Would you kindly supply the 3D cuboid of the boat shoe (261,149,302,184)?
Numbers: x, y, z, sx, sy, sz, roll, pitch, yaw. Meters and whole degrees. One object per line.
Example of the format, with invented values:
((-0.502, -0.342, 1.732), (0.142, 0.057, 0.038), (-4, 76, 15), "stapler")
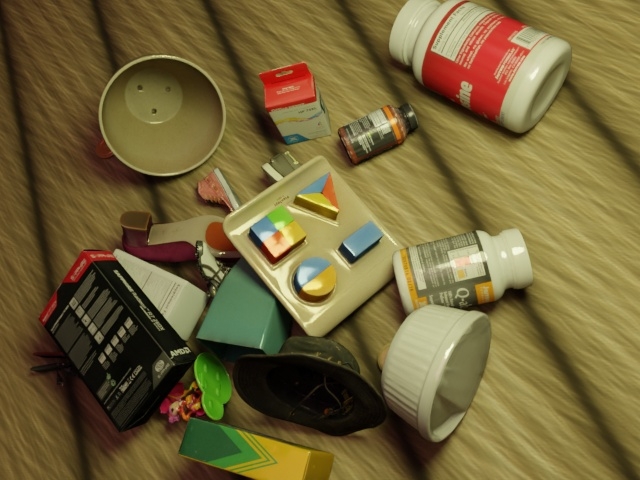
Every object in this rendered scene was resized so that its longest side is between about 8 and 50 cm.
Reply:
((-0.027, -0.120, 1.442), (0.091, 0.109, 0.305), (-42, 66, -9), "boat shoe")

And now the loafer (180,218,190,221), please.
((-0.338, -0.048, 1.542), (0.125, 0.045, 0.039), (-9, 49, 16), "loafer")

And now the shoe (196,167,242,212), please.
((-0.277, -0.118, 1.543), (0.081, 0.063, 0.178), (-35, 58, 2), "shoe")

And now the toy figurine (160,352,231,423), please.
((-0.311, 0.374, 1.321), (0.159, 0.130, 0.173), (-31, 40, 16), "toy figurine")

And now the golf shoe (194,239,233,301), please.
((-0.253, 0.075, 1.401), (0.093, 0.198, 0.077), (-18, 33, -5), "golf shoe")

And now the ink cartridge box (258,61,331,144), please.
((-0.064, -0.356, 1.481), (0.134, 0.231, 0.078), (-11, 66, 12), "ink cartridge box")

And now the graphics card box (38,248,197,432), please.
((-0.482, 0.227, 1.315), (0.371, 0.094, 0.233), (44, 105, 20), "graphics card box")

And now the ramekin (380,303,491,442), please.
((0.231, 0.255, 1.138), (0.127, 0.273, 0.273), (19, 75, 34), "ramekin")

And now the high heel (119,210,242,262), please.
((-0.346, 0.017, 1.514), (0.376, 0.181, 0.127), (15, 57, 1), "high heel")

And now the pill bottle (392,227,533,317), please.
((0.309, 0.069, 1.239), (0.278, 0.162, 0.162), (-14, 65, 11), "pill bottle")

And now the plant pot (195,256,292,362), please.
((-0.157, 0.163, 1.339), (0.165, 0.166, 0.234), (6, 63, 18), "plant pot")

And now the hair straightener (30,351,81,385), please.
((-0.662, 0.340, 1.482), (0.230, 0.047, 0.089), (-2, 68, 11), "hair straightener")

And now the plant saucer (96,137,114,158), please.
((-0.665, -0.294, 1.752), (0.083, 0.013, 0.084), (-6, 66, 14), "plant saucer")

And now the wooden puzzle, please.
((0.000, 0.000, 1.293), (0.322, 0.080, 0.348), (-37, 83, -23), "wooden puzzle")

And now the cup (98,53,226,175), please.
((-0.458, -0.379, 1.588), (0.331, 0.331, 0.237), (-37, 37, -1), "cup")

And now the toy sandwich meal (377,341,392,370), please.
((0.170, 0.267, 1.274), (0.085, 0.029, 0.086), (-5, 72, 15), "toy sandwich meal")

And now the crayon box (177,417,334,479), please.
((-0.104, 0.457, 1.178), (0.322, 0.203, 0.083), (10, 71, 19), "crayon box")

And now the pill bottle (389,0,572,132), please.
((0.380, -0.453, 1.393), (0.407, 0.229, 0.229), (36, 82, 26), "pill bottle")

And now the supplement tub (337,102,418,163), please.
((0.151, -0.283, 1.460), (0.197, 0.106, 0.106), (-24, 64, 5), "supplement tub")

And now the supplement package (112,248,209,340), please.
((-0.433, 0.141, 1.440), (0.244, 0.134, 0.139), (21, 76, 23), "supplement package")

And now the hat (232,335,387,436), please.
((-0.013, 0.282, 1.195), (0.331, 0.331, 0.134), (3, 47, 17), "hat")
